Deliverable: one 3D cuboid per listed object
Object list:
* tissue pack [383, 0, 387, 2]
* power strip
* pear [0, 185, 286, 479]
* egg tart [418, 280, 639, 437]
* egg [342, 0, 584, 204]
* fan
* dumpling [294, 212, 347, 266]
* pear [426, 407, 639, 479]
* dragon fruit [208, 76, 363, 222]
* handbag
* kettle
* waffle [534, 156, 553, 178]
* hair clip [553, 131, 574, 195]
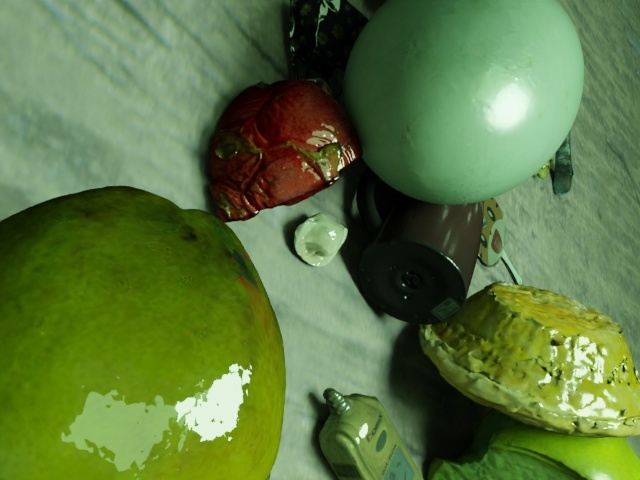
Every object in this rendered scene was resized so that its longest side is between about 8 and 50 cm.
[{"bbox_3d":[0.176,-0.443,1.094,0.257,0.123,0.214,1,79,-57],"label":"tissue pack"},{"bbox_3d":[0.099,0.330,0.883,0.387,0.066,0.092,60,41,-22],"label":"power strip"},{"bbox_3d":[-0.157,0.112,0.474,0.269,0.269,0.321,42,52,-37],"label":"pear"},{"bbox_3d":[0.304,0.147,0.960,0.341,0.341,0.132,-1,111,-50],"label":"egg tart"},{"bbox_3d":[0.175,-0.189,0.853,0.389,0.276,0.276,-43,115,-56],"label":"egg"},{"bbox_3d":[0.319,0.003,1.257,0.226,0.008,0.152,52,46,-29],"label":"fan"},{"bbox_3d":[-0.002,-0.001,0.855,0.052,0.057,0.076,38,17,6],"label":"dumpling"},{"bbox_3d":[0.322,0.310,1.013,0.282,0.286,0.176,-25,83,-49],"label":"pear"},{"bbox_3d":[-0.053,-0.103,0.751,0.161,0.121,0.127,-44,110,-40],"label":"dragon fruit"},{"bbox_3d":[0.001,-0.235,0.892,0.115,0.072,0.139,24,79,-51],"label":"handbag"},{"bbox_3d":[0.135,-0.025,0.967,0.202,0.144,0.232,34,44,-4],"label":"kettle"},{"bbox_3d":[0.411,-0.238,1.384,0.204,0.054,0.223,11,76,-49],"label":"waffle"},{"bbox_3d":[0.512,-0.199,1.450,0.229,0.039,0.070,74,34,-45],"label":"hair clip"}]
